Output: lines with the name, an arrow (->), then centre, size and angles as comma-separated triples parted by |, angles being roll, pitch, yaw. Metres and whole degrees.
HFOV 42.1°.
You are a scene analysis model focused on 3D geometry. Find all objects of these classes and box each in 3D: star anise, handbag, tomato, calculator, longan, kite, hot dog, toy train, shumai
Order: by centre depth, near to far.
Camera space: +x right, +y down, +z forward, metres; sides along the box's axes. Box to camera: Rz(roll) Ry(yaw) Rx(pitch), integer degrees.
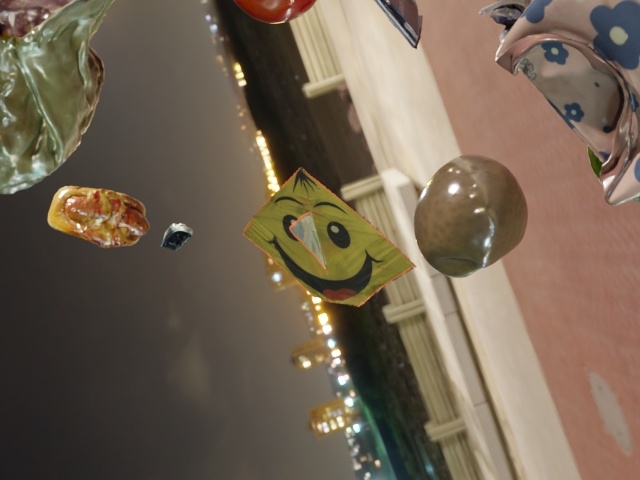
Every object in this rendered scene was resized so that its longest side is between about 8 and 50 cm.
handbag -> 0.310, -0.171, 0.792 | 0.251, 0.190, 0.193 | 56, 142, 9
shumai -> -0.398, -0.244, 1.168 | 0.292, 0.288, 0.330 | 36, -129, -41
tomato -> -0.088, -0.480, 1.474 | 0.136, 0.195, 0.195 | -63, -39, -50
kite -> 0.001, -0.002, 1.559 | 0.013, 0.378, 0.327 | -51, -42, -41
calculator -> 0.145, -0.567, 1.860 | 0.274, 0.028, 0.165 | 43, -144, -30
longan -> 0.364, -0.055, 2.065 | 0.350, 0.288, 0.288 | 116, 138, -59
star anise -> 0.507, -0.574, 2.157 | 0.262, 0.081, 0.230 | 8, -95, -51
hot dog -> -0.573, -0.059, 2.193 | 0.153, 0.257, 0.150 | 12, 89, 55
toy train -> -0.384, -0.019, 2.255 | 0.234, 0.052, 0.051 | 149, 134, -66

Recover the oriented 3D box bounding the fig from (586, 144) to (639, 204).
fig -> 0.509, -0.138, 1.196 | 0.245, 0.195, 0.195 | -2, 113, 52
